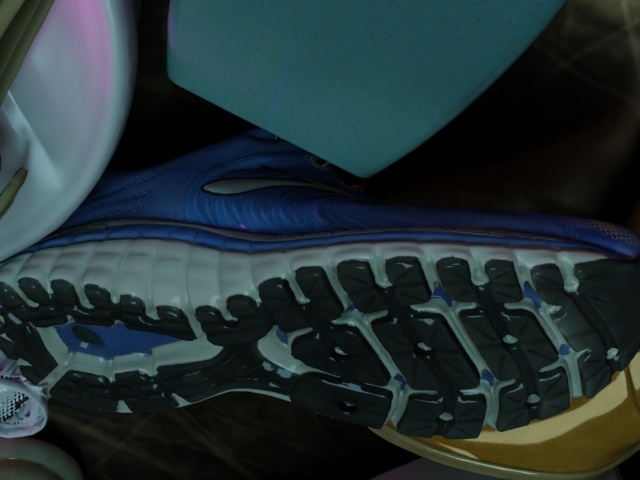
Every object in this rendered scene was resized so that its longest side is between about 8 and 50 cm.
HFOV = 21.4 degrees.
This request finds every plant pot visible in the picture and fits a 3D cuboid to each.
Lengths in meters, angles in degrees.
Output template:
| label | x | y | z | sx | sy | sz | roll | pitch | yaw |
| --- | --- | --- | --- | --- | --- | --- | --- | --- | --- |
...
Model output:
| label | x | y | z | sx | sy | sz | roll | pitch | yaw |
| --- | --- | --- | --- | --- | --- | --- | --- | --- | --- |
| plant pot | 0.032 | -0.155 | 0.720 | 0.166 | 0.165 | 0.234 | 27 | 129 | -6 |

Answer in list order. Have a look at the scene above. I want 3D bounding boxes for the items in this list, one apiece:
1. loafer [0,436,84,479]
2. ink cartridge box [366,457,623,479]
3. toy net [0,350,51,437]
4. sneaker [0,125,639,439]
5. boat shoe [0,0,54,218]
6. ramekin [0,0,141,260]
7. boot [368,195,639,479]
| label | x | y | z | sx | sy | sz | roll | pitch | yaw |
| --- | --- | --- | --- | --- | --- | --- | --- | --- | --- |
| loafer | -0.207 | 0.242 | 1.054 | 0.102 | 0.092 | 0.268 | 12 | 123 | 4 |
| ink cartridge box | 0.104 | 0.329 | 0.973 | 0.285 | 0.166 | 0.395 | -23 | 115 | 8 |
| toy net | -0.231 | 0.111 | 0.941 | 0.232 | 0.045 | 0.122 | -15 | 120 | -14 |
| sneaker | 0.000 | 0.000 | 0.814 | 0.330 | 0.147 | 0.129 | 3 | 138 | 21 |
| boat shoe | -0.159 | -0.054 | 0.698 | 0.089 | 0.104 | 0.285 | 22 | 122 | -1 |
| ramekin | -0.207 | -0.124 | 0.802 | 0.273 | 0.127 | 0.272 | 5 | 123 | 8 |
| boot | 0.166 | 0.013 | 0.843 | 0.295 | 0.104 | 0.211 | 3 | 117 | 5 |
